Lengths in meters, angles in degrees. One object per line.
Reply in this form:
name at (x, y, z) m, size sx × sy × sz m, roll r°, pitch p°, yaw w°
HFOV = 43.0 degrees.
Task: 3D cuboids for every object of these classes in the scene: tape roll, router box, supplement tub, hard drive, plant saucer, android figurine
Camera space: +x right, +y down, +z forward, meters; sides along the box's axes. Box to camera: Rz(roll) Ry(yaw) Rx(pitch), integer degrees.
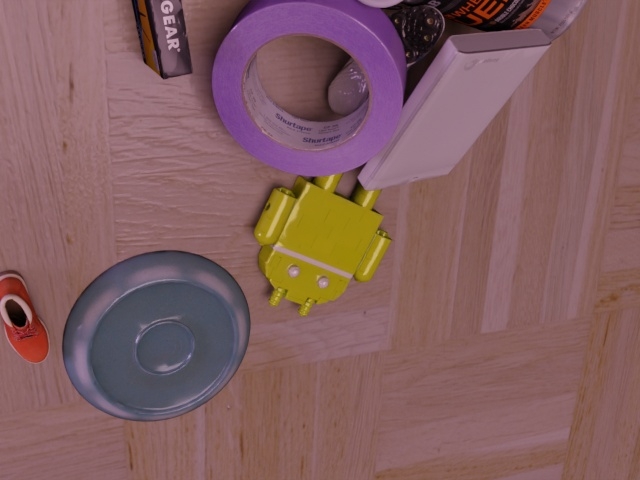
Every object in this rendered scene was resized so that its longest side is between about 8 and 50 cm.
tape roll at (-0.014, -0.230, 1.181) m, size 0.274 × 0.090 × 0.275 m, roll 5°, pitch 128°, yaw 7°
router box at (-0.223, -0.321, 1.103) m, size 0.046 × 0.133 × 0.179 m, roll -16°, pitch 116°, yaw -19°
supplement tub at (0.230, -0.432, 1.219) m, size 0.337 × 0.207 × 0.207 m, roll 9°, pitch 107°, yaw -26°
hard drive at (0.204, -0.200, 1.281) m, size 0.203 × 0.040 × 0.308 m, roll -14°, pitch 153°, yaw -35°
plant saucer at (-0.261, 0.171, 1.347) m, size 0.317 × 0.043 × 0.318 m, roll -9°, pitch 114°, yaw -20°
android figurine at (0.000, 0.000, 1.387) m, size 0.248 × 0.056 × 0.273 m, roll 24°, pitch 98°, yaw -31°

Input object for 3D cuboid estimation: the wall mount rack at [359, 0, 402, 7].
wall mount rack at (0.001, -0.471, 1.039) m, size 0.303 × 0.130 × 0.350 m, roll -9°, pitch 91°, yaw 19°

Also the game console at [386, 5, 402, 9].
game console at (0.049, -0.380, 1.208) m, size 0.071 × 0.122 × 0.107 m, roll -35°, pitch 120°, yaw -9°

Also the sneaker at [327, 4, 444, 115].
sneaker at (0.101, -0.278, 1.246) m, size 0.085 × 0.237 × 0.086 m, roll 53°, pitch 40°, yaw 1°

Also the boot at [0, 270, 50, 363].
boot at (-0.448, 0.131, 1.221) m, size 0.059 × 0.084 × 0.158 m, roll -22°, pitch 120°, yaw -16°
